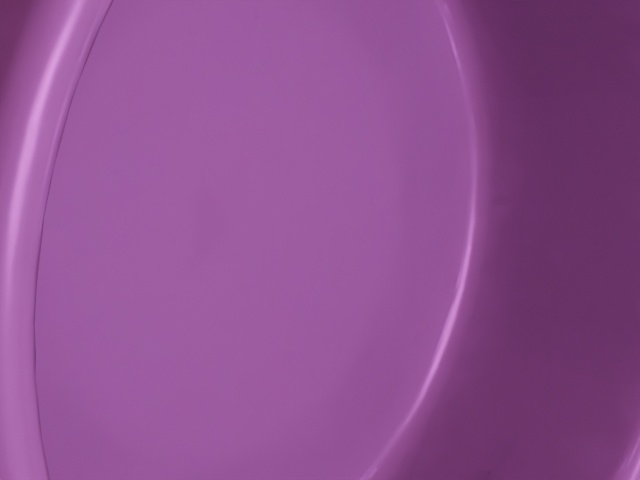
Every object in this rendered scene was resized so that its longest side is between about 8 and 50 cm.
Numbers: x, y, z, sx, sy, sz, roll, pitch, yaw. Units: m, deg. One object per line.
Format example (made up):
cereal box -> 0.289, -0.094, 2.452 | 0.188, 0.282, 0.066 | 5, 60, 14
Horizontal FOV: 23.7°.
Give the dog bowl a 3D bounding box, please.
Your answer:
dog bowl -> 0.000, 0.000, 0.459 | 0.349, 0.102, 0.349 | -13, 109, -44
